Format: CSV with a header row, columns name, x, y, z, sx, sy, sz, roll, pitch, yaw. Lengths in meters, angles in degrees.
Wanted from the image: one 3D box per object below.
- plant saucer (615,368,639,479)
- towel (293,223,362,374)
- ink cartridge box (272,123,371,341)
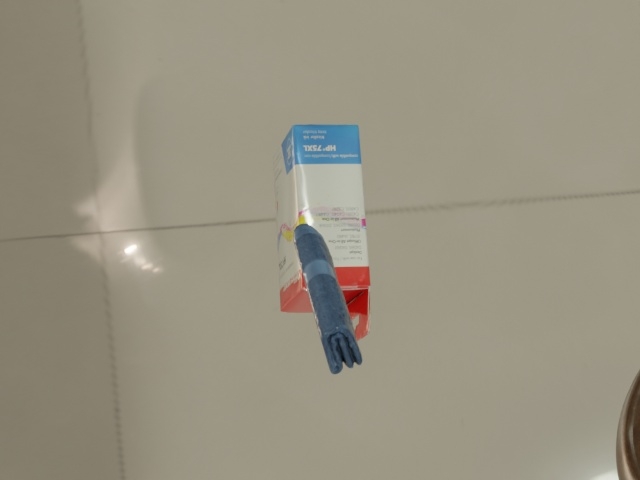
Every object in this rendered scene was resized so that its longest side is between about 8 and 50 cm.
name,x,y,z,sx,sy,sz,roll,pitch,yaw
plant saucer,0.427,0.183,1.463,0.050,0.310,0.311,34,98,-35
towel,0.005,0.046,1.175,0.029,0.067,0.119,-16,51,0
ink cartridge box,0.000,0.000,1.577,0.078,0.134,0.231,-1,76,-12
